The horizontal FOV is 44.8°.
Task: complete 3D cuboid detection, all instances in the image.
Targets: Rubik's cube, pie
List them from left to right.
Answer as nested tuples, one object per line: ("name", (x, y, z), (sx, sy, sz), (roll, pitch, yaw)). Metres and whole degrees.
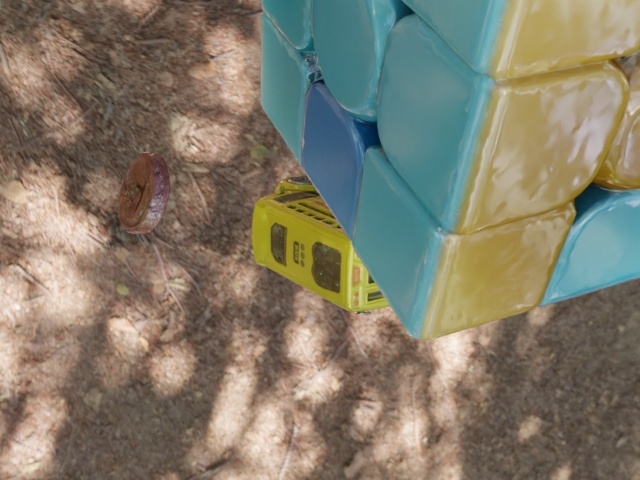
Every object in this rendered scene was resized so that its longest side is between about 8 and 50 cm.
("pie", (-0.372, -0.099, 1.638), (0.049, 0.182, 0.183), (12, 102, -38))
("Rubik's cube", (0.141, -0.156, 0.519), (0.291, 0.290, 0.292), (-14, 137, -21))

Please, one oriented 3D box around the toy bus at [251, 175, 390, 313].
("toy bus", (0.000, 0.000, 1.207), (0.152, 0.330, 0.144), (-11, 111, -33))
